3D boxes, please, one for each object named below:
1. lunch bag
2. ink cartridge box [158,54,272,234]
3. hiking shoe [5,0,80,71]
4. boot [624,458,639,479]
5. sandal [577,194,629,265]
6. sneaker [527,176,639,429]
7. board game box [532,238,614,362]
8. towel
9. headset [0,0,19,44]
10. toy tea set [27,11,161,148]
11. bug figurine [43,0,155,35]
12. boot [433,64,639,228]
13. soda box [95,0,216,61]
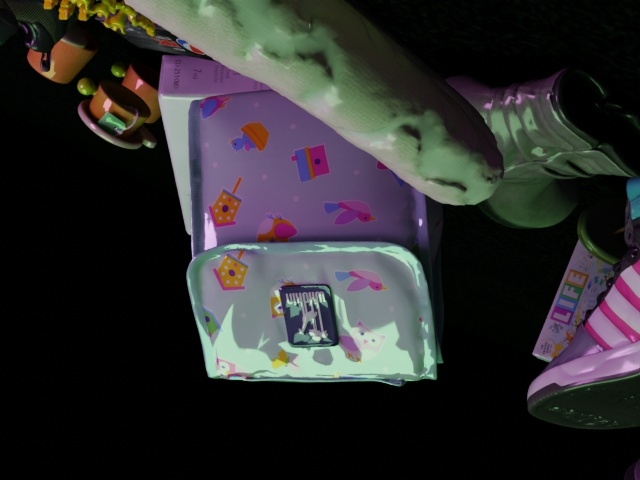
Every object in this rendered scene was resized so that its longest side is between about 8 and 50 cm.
[{"bbox_3d":[0.000,0.000,0.854,0.223,0.262,0.160,-2,168,12],"label":"lunch bag"},{"bbox_3d":[-0.042,-0.094,1.041,0.238,0.060,0.275,0,150,-1],"label":"ink cartridge box"},{"bbox_3d":[-0.343,-0.257,0.916,0.226,0.114,0.086,27,173,-28],"label":"hiking shoe"},{"bbox_3d":[0.391,0.143,0.784,0.338,0.222,0.118,1,-124,-47],"label":"boot"},{"bbox_3d":[0.327,0.002,0.869,0.180,0.072,0.049,22,158,0],"label":"sandal"},{"bbox_3d":[0.275,0.036,0.781,0.123,0.179,0.295,21,145,-19],"label":"sneaker"},{"bbox_3d":[0.333,0.086,1.131,0.103,0.154,0.026,19,173,32],"label":"board game box"},{"bbox_3d":[-0.088,-0.167,0.447,0.331,0.053,0.317,28,-163,-39],"label":"towel"},{"bbox_3d":[-0.346,-0.242,0.529,0.394,0.185,0.243,52,178,-35],"label":"headset"},{"bbox_3d":[-0.190,-0.185,1.157,0.336,0.124,0.200,24,-156,-34],"label":"toy tea set"},{"bbox_3d":[-0.224,-0.248,0.730,0.216,0.072,0.279,36,172,-37],"label":"bug figurine"},{"bbox_3d":[0.193,-0.063,0.763,0.161,0.084,0.246,10,167,43],"label":"boot"},{"bbox_3d":[-0.126,-0.202,0.855,0.168,0.053,0.060,19,173,40],"label":"soda box"}]
